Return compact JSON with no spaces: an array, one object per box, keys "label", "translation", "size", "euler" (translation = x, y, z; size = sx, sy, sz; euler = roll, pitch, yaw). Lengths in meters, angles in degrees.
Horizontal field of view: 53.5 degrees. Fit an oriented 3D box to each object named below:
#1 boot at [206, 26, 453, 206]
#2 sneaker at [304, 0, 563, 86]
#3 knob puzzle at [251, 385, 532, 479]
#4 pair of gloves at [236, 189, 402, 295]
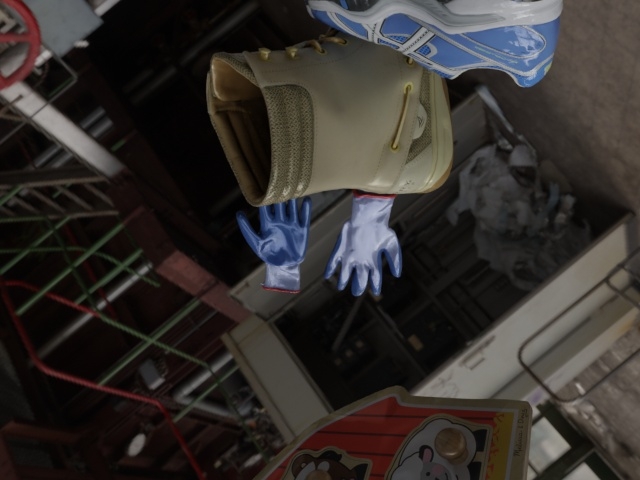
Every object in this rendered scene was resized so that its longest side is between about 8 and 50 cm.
[{"label":"boot","translation":[0.003,-0.161,0.528],"size":[0.095,0.203,0.262],"euler":[-6,92,55]},{"label":"sneaker","translation":[0.071,-0.158,0.459],"size":[0.211,0.080,0.081],"euler":[25,150,40]},{"label":"knob puzzle","translation":[0.019,0.164,0.380],"size":[0.030,0.213,0.213],"euler":[57,177,-32]},{"label":"pair of gloves","translation":[0.000,0.000,0.747],"size":[0.023,0.198,0.159],"euler":[-82,-4,-56]}]
